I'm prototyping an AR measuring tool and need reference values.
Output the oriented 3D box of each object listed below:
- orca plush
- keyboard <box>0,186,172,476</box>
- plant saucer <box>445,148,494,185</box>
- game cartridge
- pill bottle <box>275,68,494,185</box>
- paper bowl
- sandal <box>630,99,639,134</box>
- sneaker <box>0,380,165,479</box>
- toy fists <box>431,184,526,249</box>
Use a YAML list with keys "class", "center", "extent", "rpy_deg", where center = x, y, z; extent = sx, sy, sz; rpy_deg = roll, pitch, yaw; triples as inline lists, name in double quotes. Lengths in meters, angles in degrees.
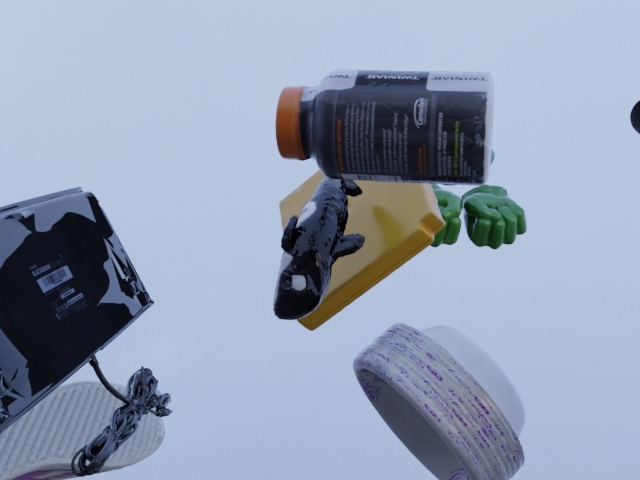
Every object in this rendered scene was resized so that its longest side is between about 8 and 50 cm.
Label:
- class: "orca plush"
  center: [0.023, 0.003, 1.355]
  extent: [0.102, 0.287, 0.151]
  rpy_deg: [8, -52, 19]
- class: "keyboard"
  center: [-0.181, 0.067, 0.644]
  extent: [0.033, 0.317, 0.202]
  rpy_deg: [-26, -84, 10]
- class: "plant saucer"
  center: [0.265, -0.148, 1.689]
  extent: [0.119, 0.119, 0.021]
  rpy_deg: [-6, -51, 37]
- class: "game cartridge"
  center: [0.059, -0.039, 1.518]
  extent: [0.285, 0.324, 0.052]
  rpy_deg: [-38, -54, 21]
- class: "pill bottle"
  center: [0.074, -0.132, 1.050]
  extent: [0.245, 0.131, 0.130]
  rpy_deg: [3, -36, 11]
- class: "paper bowl"
  center: [0.192, 0.242, 1.357]
  extent: [0.284, 0.148, 0.284]
  rpy_deg: [48, -15, 17]
- class: "sandal"
  center: [0.478, -0.193, 1.220]
  extent: [0.067, 0.040, 0.179]
  rpy_deg: [49, -23, 13]
- class: "sneaker"
  center: [-0.321, 0.233, 0.996]
  extent: [0.282, 0.102, 0.161]
  rpy_deg: [1, -30, -43]
- class: "toy fists"
  center: [0.291, -0.053, 1.870]
  extent: [0.279, 0.142, 0.096]
  rpy_deg: [3, -47, -14]
